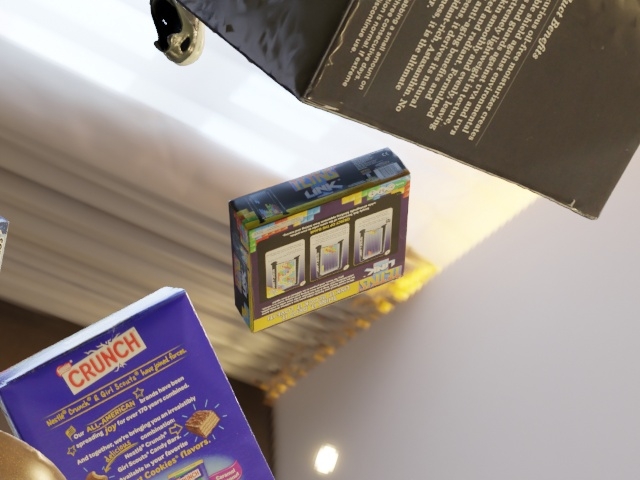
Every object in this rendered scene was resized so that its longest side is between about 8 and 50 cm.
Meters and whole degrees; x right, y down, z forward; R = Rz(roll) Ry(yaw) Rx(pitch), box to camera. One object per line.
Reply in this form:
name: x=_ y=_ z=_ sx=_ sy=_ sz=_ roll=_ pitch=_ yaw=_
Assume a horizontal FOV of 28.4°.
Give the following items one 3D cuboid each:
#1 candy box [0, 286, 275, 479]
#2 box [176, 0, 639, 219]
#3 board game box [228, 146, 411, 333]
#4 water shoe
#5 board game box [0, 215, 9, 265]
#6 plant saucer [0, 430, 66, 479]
candy box: x=-0.233 y=0.257 z=1.612 sx=0.268 sy=0.317 sz=0.122 roll=-27 pitch=-169 yaw=-21
box: x=0.078 y=-0.187 z=0.994 sx=0.183 sy=0.294 sz=0.296 roll=-62 pitch=-145 yaw=13
board game box: x=0.000 y=0.000 z=1.200 sx=0.048 sy=0.170 sz=0.141 roll=54 pitch=-26 yaw=38
water shoe: x=-0.215 y=-0.364 z=1.899 sx=0.073 sy=0.080 sz=0.203 roll=-18 pitch=-114 yaw=27
board game box: x=-0.440 y=0.068 z=1.450 sx=0.035 sy=0.136 sz=0.201 roll=27 pitch=-70 yaw=37
plant saucer: x=-0.407 y=0.298 z=1.297 sx=0.310 sy=0.310 sz=0.050 roll=-47 pitch=-150 yaw=29
